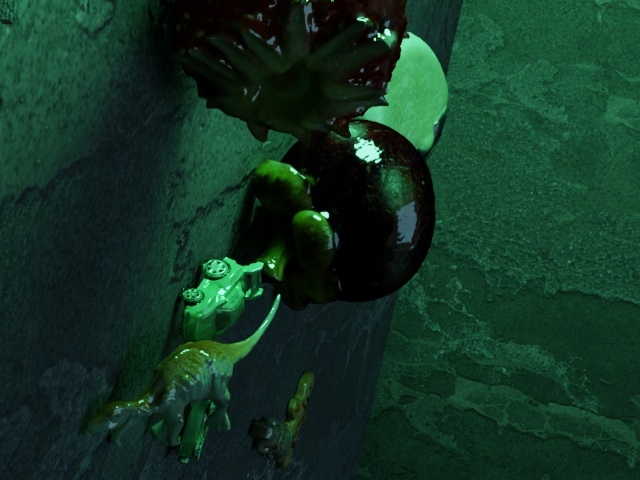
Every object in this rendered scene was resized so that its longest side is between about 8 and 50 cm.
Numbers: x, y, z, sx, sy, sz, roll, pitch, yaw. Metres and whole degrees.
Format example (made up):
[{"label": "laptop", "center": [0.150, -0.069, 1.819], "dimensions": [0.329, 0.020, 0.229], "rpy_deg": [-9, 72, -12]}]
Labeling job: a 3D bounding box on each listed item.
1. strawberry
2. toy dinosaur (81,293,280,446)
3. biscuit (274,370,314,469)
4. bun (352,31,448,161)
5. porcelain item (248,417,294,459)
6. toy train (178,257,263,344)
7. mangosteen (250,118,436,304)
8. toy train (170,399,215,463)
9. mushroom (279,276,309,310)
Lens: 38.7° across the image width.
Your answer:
[{"label": "strawberry", "center": [-0.030, -0.294, 1.058], "dimensions": [0.292, 0.292, 0.343], "rpy_deg": [83, 11, -59]}, {"label": "toy dinosaur", "center": [-0.159, 0.192, 1.242], "dimensions": [0.393, 0.092, 0.205], "rpy_deg": [-35, 147, -36]}, {"label": "biscuit", "center": [-0.060, 0.425, 2.180], "dimensions": [0.153, 0.030, 0.234], "rpy_deg": [80, 29, -66]}, {"label": "bun", "center": [0.114, -0.268, 1.809], "dimensions": [0.293, 0.187, 0.293], "rpy_deg": [-12, 105, -52]}, {"label": "porcelain item", "center": [-0.103, 0.415, 1.930], "dimensions": [0.213, 0.054, 0.084], "rpy_deg": [67, 38, -68]}, {"label": "toy train", "center": [-0.146, 0.088, 1.323], "dimensions": [0.149, 0.081, 0.099], "rpy_deg": [-61, 161, -49]}, {"label": "mangosteen", "center": [0.038, -0.048, 1.521], "dimensions": [0.330, 0.330, 0.330], "rpy_deg": [15, 90, -77]}, {"label": "toy train", "center": [-0.195, 0.287, 1.421], "dimensions": [0.081, 0.050, 0.122], "rpy_deg": [81, 25, -77]}, {"label": "mushroom", "center": [0.000, 0.003, 1.840], "dimensions": [0.107, 0.087, 0.333], "rpy_deg": [91, 17, -45]}]
